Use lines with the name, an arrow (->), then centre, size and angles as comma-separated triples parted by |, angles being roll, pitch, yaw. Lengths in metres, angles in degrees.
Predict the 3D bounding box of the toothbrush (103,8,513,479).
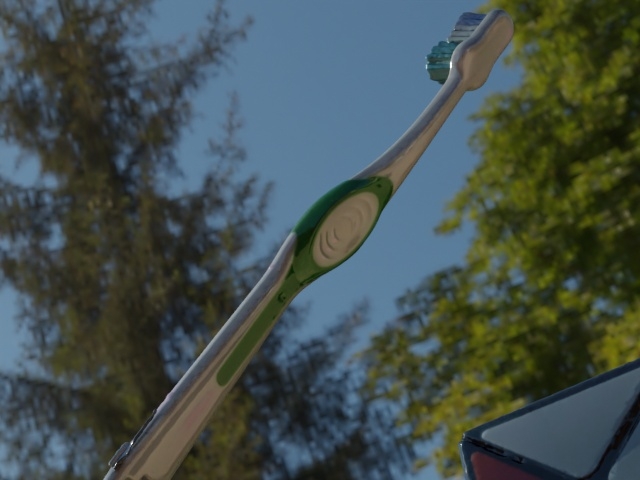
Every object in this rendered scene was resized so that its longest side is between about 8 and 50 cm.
toothbrush -> 0.004, 0.000, 0.879 | 0.040, 0.418, 0.042 | 5, -42, 43

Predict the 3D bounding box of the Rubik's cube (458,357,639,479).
Rubik's cube -> 0.300, 0.292, 1.453 | 0.248, 0.250, 0.246 | -23, -44, 14
